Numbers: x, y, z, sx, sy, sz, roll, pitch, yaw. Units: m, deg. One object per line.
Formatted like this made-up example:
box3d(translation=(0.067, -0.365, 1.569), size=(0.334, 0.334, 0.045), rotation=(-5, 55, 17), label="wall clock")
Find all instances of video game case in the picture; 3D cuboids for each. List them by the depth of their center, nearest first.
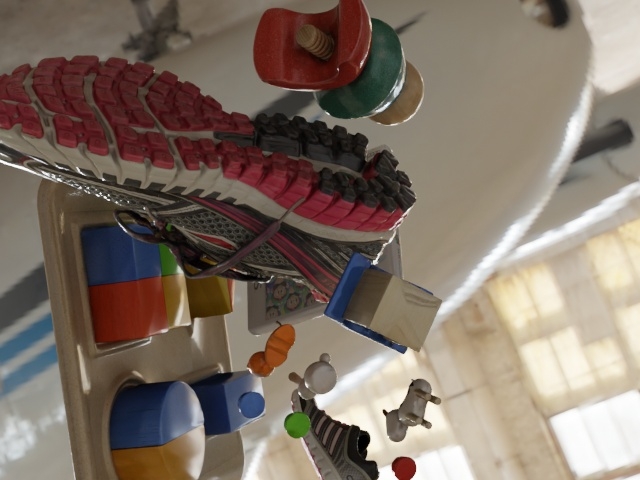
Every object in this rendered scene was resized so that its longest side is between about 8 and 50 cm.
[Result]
box3d(translation=(0.000, 0.000, 1.105), size=(0.157, 0.143, 0.019), rotation=(-19, 147, 27), label="video game case")

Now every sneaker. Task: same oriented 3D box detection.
box3d(translation=(-0.086, -0.031, 0.815), size=(0.299, 0.121, 0.112), rotation=(17, 122, -19), label="sneaker")
box3d(translation=(0.019, 0.235, 1.443), size=(0.075, 0.170, 0.063), rotation=(-23, 135, -7), label="sneaker")

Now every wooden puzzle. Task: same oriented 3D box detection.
box3d(translation=(-0.131, 0.098, 1.101), size=(0.080, 0.347, 0.322), rotation=(-3, -178, 17), label="wooden puzzle")

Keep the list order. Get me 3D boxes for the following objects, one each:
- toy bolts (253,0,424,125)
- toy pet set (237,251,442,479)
box3d(translation=(0.059, -0.208, 1.007), size=(0.218, 0.228, 0.158), rotation=(-2, 164, 34), label="toy bolts")
box3d(translation=(0.014, 0.067, 0.730), size=(0.122, 0.114, 0.065), rotation=(28, 174, -24), label="toy pet set")
